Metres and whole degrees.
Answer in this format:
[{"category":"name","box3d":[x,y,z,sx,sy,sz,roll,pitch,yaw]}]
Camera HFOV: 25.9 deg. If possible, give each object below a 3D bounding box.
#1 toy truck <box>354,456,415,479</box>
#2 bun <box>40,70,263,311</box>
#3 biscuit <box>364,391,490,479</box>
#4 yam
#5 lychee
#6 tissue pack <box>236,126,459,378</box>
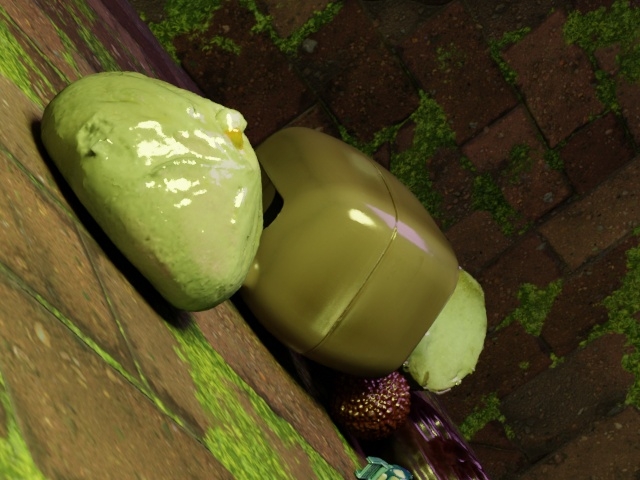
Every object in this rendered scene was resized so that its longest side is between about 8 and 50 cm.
[{"category":"toy truck","box3d":[0.083,0.320,1.864,0.090,0.056,0.073,38,5,-22]},{"category":"bun","box3d":[-0.149,-0.071,1.438,0.283,0.179,0.283,53,1,-1]},{"category":"biscuit","box3d":[0.213,0.399,2.176,0.407,0.091,0.407,50,11,-14]},{"category":"yam","box3d":[0.112,0.138,2.154,0.195,0.195,0.300,53,-27,-18]},{"category":"lychee","box3d":[0.070,0.227,1.987,0.123,0.123,0.129,55,1,5]},{"category":"tissue pack","box3d":[0.000,0.000,1.969,0.277,0.267,0.387,33,12,-26]}]
